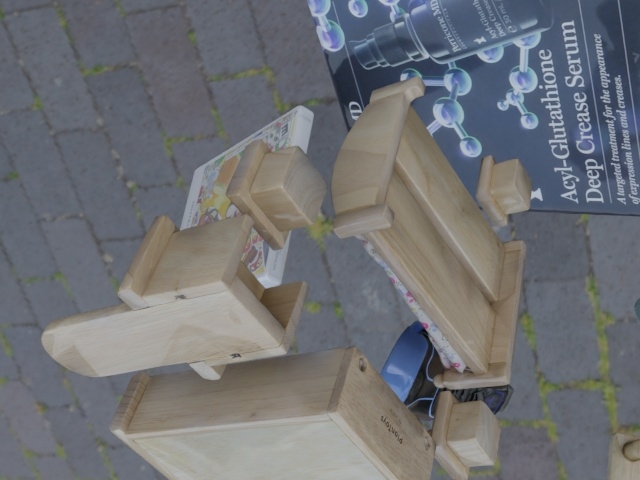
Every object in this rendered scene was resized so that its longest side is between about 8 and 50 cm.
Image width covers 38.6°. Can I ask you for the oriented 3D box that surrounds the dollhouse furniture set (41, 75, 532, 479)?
[{"bbox_3d":[0.000,0.000,0.656,0.173,0.355,0.303,-13,131,32],"label":"dollhouse furniture set"}]

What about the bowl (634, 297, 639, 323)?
[{"bbox_3d":[0.648,0.115,1.353,0.311,0.311,0.163,28,114,3],"label":"bowl"}]

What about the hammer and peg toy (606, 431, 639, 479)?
[{"bbox_3d":[0.652,0.559,1.714,0.266,0.361,0.127,13,158,0],"label":"hammer and peg toy"}]

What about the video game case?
[{"bbox_3d":[-0.098,-0.023,1.022,0.026,0.206,0.227,26,150,-30],"label":"video game case"}]

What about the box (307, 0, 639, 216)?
[{"bbox_3d":[0.227,-0.208,1.030,0.395,0.212,0.293,4,127,37],"label":"box"}]

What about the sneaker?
[{"bbox_3d":[0.117,0.126,0.816,0.090,0.232,0.081,27,96,20],"label":"sneaker"}]
